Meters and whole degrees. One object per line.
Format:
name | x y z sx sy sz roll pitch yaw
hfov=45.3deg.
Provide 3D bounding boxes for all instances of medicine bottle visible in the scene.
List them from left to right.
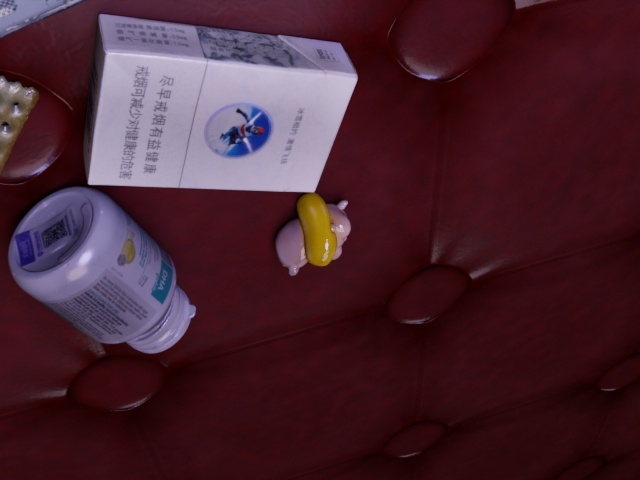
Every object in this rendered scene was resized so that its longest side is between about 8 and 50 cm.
medicine bottle | -0.241 0.046 0.891 0.135 0.135 0.215 -28 140 7

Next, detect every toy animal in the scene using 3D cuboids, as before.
toy animal | 0.000 0.000 0.995 0.082 0.091 0.114 2 135 -46

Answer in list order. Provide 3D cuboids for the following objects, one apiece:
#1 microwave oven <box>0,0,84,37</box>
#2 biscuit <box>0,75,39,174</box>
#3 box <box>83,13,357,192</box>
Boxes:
microwave oven | -0.201 -0.252 0.563 0.208 0.162 0.122 -25 141 -4
biscuit | -0.386 -0.124 0.728 0.203 0.016 0.144 16 127 -38
box | -0.108 -0.135 0.805 0.257 0.069 0.164 0 135 -24
